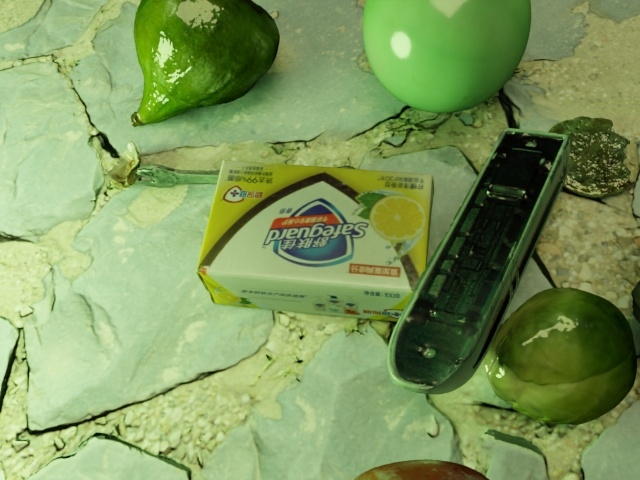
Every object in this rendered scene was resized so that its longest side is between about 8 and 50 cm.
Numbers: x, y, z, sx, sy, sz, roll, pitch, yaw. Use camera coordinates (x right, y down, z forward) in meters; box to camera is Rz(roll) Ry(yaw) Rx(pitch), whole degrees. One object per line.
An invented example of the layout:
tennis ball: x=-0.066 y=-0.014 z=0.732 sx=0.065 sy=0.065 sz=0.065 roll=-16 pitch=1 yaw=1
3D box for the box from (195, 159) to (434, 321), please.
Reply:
box: x=0.000 y=0.000 z=0.842 sx=0.265 sy=0.097 sz=0.168 roll=6 pitch=60 yaw=8

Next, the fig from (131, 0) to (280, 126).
fig: x=-0.179 y=-0.248 z=0.991 sx=0.203 sy=0.203 sz=0.235 roll=36 pitch=108 yaw=22

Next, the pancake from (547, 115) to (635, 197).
pancake: x=0.352 y=-0.114 z=0.922 sx=0.116 sy=0.022 sz=0.129 roll=3 pitch=61 yaw=9

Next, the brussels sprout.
brussels sprout: x=0.255 y=0.123 z=0.735 sx=0.155 sy=0.155 sz=0.117 roll=10 pitch=26 yaw=11

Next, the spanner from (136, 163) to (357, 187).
spanner: x=-0.096 y=-0.081 z=0.918 sx=0.302 sy=0.071 sz=0.017 roll=1 pitch=73 yaw=3

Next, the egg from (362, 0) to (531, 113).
egg: x=0.167 y=-0.297 z=0.930 sx=0.221 sy=0.220 sz=0.269 roll=2 pitch=53 yaw=6

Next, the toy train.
toy train: x=0.181 y=0.025 z=0.773 sx=0.087 sy=0.088 sz=0.407 roll=14 pitch=49 yaw=28

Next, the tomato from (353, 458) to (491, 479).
tomato: x=0.086 y=0.295 z=0.609 sx=0.181 sy=0.155 sz=0.214 roll=-17 pitch=57 yaw=14

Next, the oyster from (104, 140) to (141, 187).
oyster: x=-0.266 y=-0.095 z=0.949 sx=0.051 sy=0.034 sz=0.093 roll=-29 pitch=39 yaw=33

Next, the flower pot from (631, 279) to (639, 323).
flower pot: x=0.423 y=0.066 z=0.719 sx=0.235 sy=0.235 sz=0.140 roll=45 pitch=114 yaw=25
